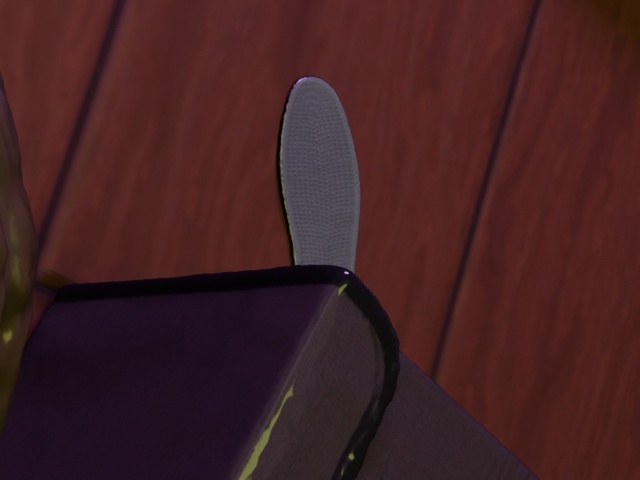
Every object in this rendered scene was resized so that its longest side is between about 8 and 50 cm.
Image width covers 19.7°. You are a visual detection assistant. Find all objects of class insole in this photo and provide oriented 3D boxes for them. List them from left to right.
[{"bbox_3d":[0.000,0.000,0.854,0.053,0.002,0.153,1,90,-44],"label":"insole"}]

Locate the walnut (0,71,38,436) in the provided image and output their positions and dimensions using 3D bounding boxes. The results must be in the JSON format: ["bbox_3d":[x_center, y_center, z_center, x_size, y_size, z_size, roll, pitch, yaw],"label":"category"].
[{"bbox_3d":[-0.176,0.014,0.572,0.178,0.178,0.230,-2,99,-44],"label":"walnut"}]

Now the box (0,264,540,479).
[{"bbox_3d":[-0.060,0.155,0.679,0.153,0.188,0.252,43,60,-32],"label":"box"}]
